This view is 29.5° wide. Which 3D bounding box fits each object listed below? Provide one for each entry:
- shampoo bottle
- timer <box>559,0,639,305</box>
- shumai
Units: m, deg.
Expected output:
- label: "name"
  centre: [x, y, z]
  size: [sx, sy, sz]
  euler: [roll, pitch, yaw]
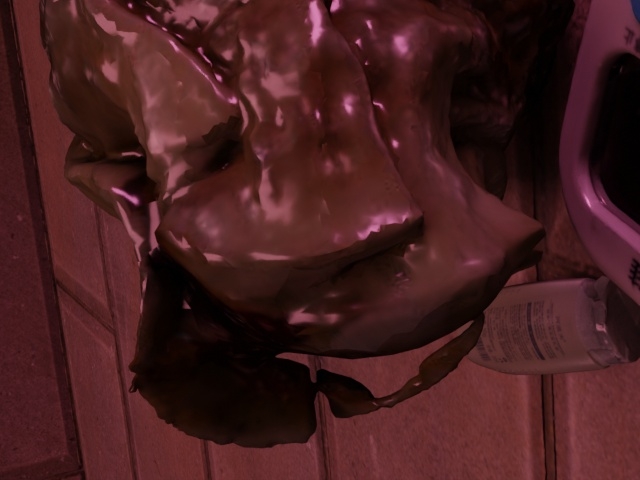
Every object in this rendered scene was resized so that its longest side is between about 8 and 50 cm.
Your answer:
- label: "shampoo bottle"
  centre: [0.172, 0.066, 0.925]
  size: [0.212, 0.049, 0.072]
  euler: [166, 95, -67]
- label: "timer"
  centre: [0.241, -0.051, 0.671]
  size: [0.262, 0.087, 0.237]
  euler: [50, 143, 47]
- label: "shumai"
  centre: [0.011, -0.065, 0.758]
  size: [0.395, 0.395, 0.348]
  euler: [104, 159, -44]
